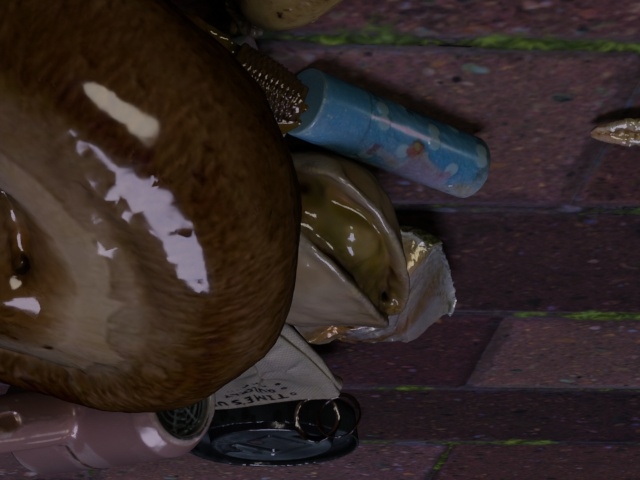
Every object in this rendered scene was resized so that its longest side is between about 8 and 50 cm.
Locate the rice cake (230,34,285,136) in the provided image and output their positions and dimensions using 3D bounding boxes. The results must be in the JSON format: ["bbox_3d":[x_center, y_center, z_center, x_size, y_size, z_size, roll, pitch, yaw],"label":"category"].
[{"bbox_3d":[-0.135,-0.086,0.861,0.221,0.042,0.080,-6,129,14],"label":"rice cake"}]

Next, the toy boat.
[{"bbox_3d":[-0.074,-0.110,0.780,0.149,0.047,0.049,30,140,-10],"label":"toy boat"}]

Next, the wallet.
[{"bbox_3d":[-0.147,0.128,1.330,0.335,0.068,0.275,-3,150,15],"label":"wallet"}]

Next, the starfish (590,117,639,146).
[{"bbox_3d":[0.343,-0.053,0.959,0.295,0.048,0.231,-2,157,6],"label":"starfish"}]

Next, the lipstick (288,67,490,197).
[{"bbox_3d":[0.048,-0.071,0.908,0.158,0.048,0.048,18,151,-37],"label":"lipstick"}]

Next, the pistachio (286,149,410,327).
[{"bbox_3d":[0.000,0.000,0.958,0.152,0.126,0.223,40,170,11],"label":"pistachio"}]

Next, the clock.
[{"bbox_3d":[-0.060,0.233,1.624,0.214,0.042,0.215,0,157,0],"label":"clock"}]

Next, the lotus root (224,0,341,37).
[{"bbox_3d":[-0.012,-0.149,0.710,0.072,0.063,0.152,4,157,-35],"label":"lotus root"}]

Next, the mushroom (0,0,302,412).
[{"bbox_3d":[-0.167,-0.036,0.733,0.239,0.345,0.345,-43,162,-15],"label":"mushroom"}]

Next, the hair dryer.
[{"bbox_3d":[-0.262,0.156,1.106,0.189,0.107,0.344,-13,174,36],"label":"hair dryer"}]

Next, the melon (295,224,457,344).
[{"bbox_3d":[0.058,0.035,1.110,0.202,0.093,0.139,10,147,-34],"label":"melon"}]
